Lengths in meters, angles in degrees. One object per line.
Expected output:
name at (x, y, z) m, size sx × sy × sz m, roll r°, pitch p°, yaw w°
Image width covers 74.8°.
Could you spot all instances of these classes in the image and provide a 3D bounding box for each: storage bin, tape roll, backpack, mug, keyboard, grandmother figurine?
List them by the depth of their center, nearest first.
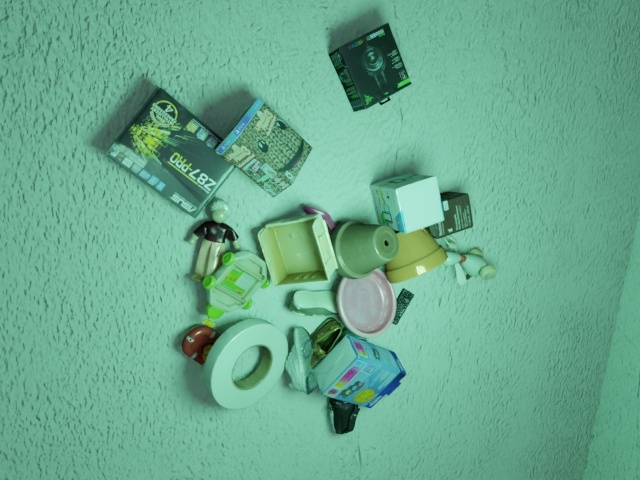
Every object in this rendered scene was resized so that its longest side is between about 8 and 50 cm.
grandmother figurine at (-0.427, 0.000, 1.707) m, size 0.207 × 0.104 × 0.343 m, roll 7°, pitch 101°, yaw -28°
storage bin at (-0.092, 0.041, 1.737) m, size 0.262 × 0.123 × 0.261 m, roll -8°, pitch 108°, yaw 26°
tape roll at (-0.306, 0.523, 1.777) m, size 0.391 × 0.072 × 0.393 m, roll -17°, pitch 116°, yaw -40°
mug at (0.140, 0.482, 1.980) m, size 0.157 × 0.097 × 0.129 m, roll -34°, pitch 128°, yaw 6°
backpack at (0.110, 0.843, 2.038) m, size 0.151 × 0.115 × 0.182 m, roll -1°, pitch 102°, yaw -6°
keyboard at (0.387, 0.325, 2.080) m, size 0.108 × 0.023 × 0.180 m, roll 31°, pitch 89°, yaw -21°

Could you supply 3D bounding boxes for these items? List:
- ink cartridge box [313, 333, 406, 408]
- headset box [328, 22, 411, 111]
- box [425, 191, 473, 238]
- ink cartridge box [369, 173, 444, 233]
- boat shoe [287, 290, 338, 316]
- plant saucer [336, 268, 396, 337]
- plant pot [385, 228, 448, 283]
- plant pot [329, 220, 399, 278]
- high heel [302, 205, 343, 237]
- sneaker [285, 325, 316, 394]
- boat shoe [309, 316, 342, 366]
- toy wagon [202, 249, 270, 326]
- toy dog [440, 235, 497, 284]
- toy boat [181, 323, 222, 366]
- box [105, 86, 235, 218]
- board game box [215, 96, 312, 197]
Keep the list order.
ink cartridge box at (0.205, 0.620, 1.947) m, size 0.395 × 0.151 × 0.270 m, roll 27°, pitch 111°, yaw -35°
headset box at (0.213, -0.712, 1.765) m, size 0.246 × 0.131 × 0.283 m, roll -30°, pitch 109°, yaw -10°
box at (0.580, -0.124, 1.980) m, size 0.203 × 0.167 × 0.169 m, roll -18°, pitch 106°, yaw -14°
ink cartridge box at (0.375, -0.172, 1.848) m, size 0.197 × 0.270 × 0.198 m, roll -19°, pitch 105°, yaw -13°
boat shoe at (-0.005, 0.293, 1.907) m, size 0.304 × 0.109 × 0.091 m, roll 11°, pitch 138°, yaw -31°
plant saucer at (0.201, 0.279, 1.925) m, size 0.331 × 0.084 × 0.333 m, roll 8°, pitch 74°, yaw -30°
plant pot at (0.404, 0.044, 1.913) m, size 0.290 × 0.291 × 0.204 m, roll -26°, pitch 90°, yaw -12°
plant pot at (0.200, 0.026, 1.782) m, size 0.262 × 0.229 × 0.264 m, roll 9°, pitch 75°, yaw -35°
high heel at (0.008, -0.062, 1.849) m, size 0.244 × 0.082 × 0.117 m, roll 28°, pitch 80°, yaw -34°
sneaker at (-0.102, 0.532, 1.863) m, size 0.111 × 0.129 × 0.298 m, roll 4°, pitch 82°, yaw -60°
boat shoe at (-0.018, 0.493, 1.932) m, size 0.110 × 0.104 × 0.307 m, roll 37°, pitch 88°, yaw -22°
toy wagon at (-0.369, 0.200, 1.727) m, size 0.344 × 0.068 × 0.267 m, roll -50°, pitch 140°, yaw -3°
toy dog at (0.701, 0.129, 2.078) m, size 0.333 × 0.220 × 0.161 m, roll 22°, pitch 125°, yaw -14°
toy boat at (-0.468, 0.462, 1.751) m, size 0.231 × 0.151 × 0.151 m, roll 42°, pitch 85°, yaw -21°
box at (-0.546, -0.327, 1.604) m, size 0.394 × 0.097 × 0.318 m, roll 40°, pitch 88°, yaw -22°
board game box at (-0.211, -0.358, 1.630) m, size 0.291 × 0.141 × 0.232 m, roll 39°, pitch 51°, yaw -21°
